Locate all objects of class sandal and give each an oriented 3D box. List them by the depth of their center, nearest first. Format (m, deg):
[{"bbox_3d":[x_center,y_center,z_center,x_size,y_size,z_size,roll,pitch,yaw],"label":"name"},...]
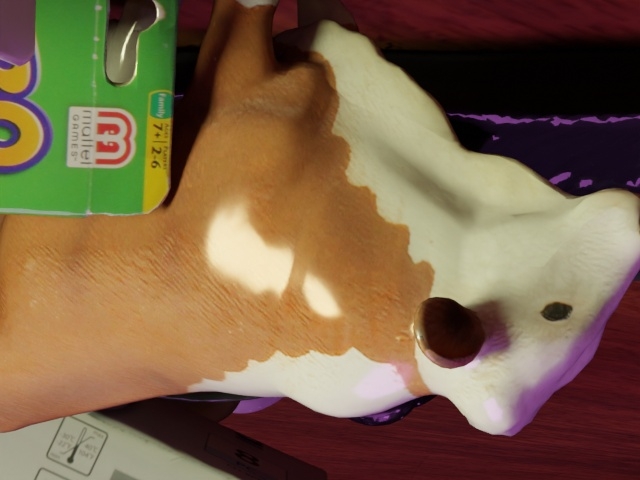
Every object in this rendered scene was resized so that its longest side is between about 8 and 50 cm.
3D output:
[{"bbox_3d":[0.001,-0.001,0.764,0.445,0.107,0.167,-5,146,3],"label":"sandal"}]

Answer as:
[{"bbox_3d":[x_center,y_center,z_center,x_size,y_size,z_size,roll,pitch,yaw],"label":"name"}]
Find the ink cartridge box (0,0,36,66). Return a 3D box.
[{"bbox_3d":[-0.149,-0.104,0.409,0.061,0.104,0.181,-10,164,34],"label":"ink cartridge box"}]

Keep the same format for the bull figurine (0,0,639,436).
[{"bbox_3d":[-0.036,-0.019,0.592,0.310,0.188,0.101,-12,163,40],"label":"bull figurine"}]

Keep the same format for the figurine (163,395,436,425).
[{"bbox_3d":[-0.015,0.100,1.332,0.215,0.092,0.209,-3,171,11],"label":"figurine"}]

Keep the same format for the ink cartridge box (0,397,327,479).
[{"bbox_3d":[-0.149,0.103,1.106,0.308,0.091,0.385,25,-175,-3],"label":"ink cartridge box"}]

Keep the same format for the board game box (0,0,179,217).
[{"bbox_3d":[-0.170,-0.072,0.504,0.259,0.124,0.039,2,-169,-9],"label":"board game box"}]
